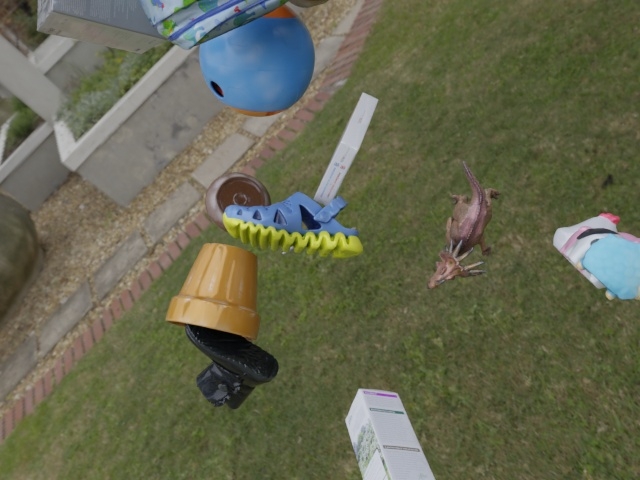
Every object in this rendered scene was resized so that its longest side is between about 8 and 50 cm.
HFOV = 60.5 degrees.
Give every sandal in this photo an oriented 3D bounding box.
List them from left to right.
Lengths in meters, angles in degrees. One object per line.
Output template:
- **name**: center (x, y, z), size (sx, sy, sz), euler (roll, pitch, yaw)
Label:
- **sandal**: center (-0.058, -0.045, 1.224), size (0.126, 0.317, 0.138), euler (146, 130, -68)

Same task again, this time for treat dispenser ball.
- **treat dispenser ball**: center (-0.157, -0.457, 1.379), size (0.288, 0.288, 0.288), euler (-28, 37, 23)

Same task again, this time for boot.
- **boot**: center (-0.244, 0.287, 1.274), size (0.207, 0.246, 0.094), euler (-44, 17, 37)

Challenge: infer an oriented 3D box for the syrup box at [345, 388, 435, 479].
- **syrup box**: center (0.128, 0.402, 1.054), size (0.237, 0.096, 0.093), euler (-111, 37, -60)

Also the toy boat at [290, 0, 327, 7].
- **toy boat**: center (-0.059, -0.658, 1.264), size (0.151, 0.231, 0.151), euler (-40, -13, -44)

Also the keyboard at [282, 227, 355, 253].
- **keyboard**: center (0.000, 0.000, 1.661), size (0.256, 0.014, 0.072), euler (-16, -5, -41)

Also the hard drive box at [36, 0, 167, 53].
- **hard drive box**: center (-0.468, -0.485, 1.182), size (0.181, 0.232, 0.089), euler (9, 96, 53)

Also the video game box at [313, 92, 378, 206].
- **video game box**: center (0.058, -0.206, 1.250), size (0.187, 0.048, 0.205), euler (-58, 7, 47)

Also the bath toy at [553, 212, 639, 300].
- **bath toy**: center (0.517, 0.020, 0.973), size (0.129, 0.151, 0.348), euler (-44, -4, 15)

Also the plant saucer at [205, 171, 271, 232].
- **plant saucer**: center (-0.238, -0.116, 1.618), size (0.198, 0.199, 0.036), euler (-60, 7, -22)

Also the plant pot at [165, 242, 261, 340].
- **plant pot**: center (-0.223, 0.113, 1.241), size (0.205, 0.205, 0.188), euler (-4, 69, 45)

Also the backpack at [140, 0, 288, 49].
- **backpack**: center (-0.185, -0.526, 1.059), size (0.356, 0.273, 0.290), euler (-17, 30, -18)

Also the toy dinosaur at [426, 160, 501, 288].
- **toy dinosaur**: center (0.348, -0.026, 1.293), size (0.127, 0.295, 0.200), euler (14, 23, 18)
